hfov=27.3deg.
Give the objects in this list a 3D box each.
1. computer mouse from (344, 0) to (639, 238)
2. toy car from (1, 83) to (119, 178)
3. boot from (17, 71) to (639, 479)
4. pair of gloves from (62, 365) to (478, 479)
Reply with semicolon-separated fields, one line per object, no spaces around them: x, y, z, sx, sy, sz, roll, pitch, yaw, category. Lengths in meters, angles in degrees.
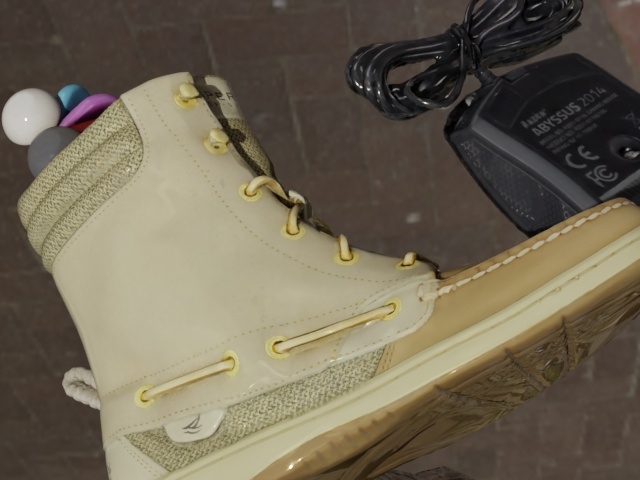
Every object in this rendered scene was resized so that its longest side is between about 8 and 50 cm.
0.160;-0.047;0.785;0.188;0.272;0.072;-27;144;-29;computer mouse
-0.292;-0.121;1.623;0.136;0.182;0.159;-38;147;-2;toy car
0.000;0.000;0.580;0.262;0.203;0.095;-30;155;11;boot
-0.009;0.130;0.751;0.240;0.042;0.204;22;-177;23;pair of gloves
